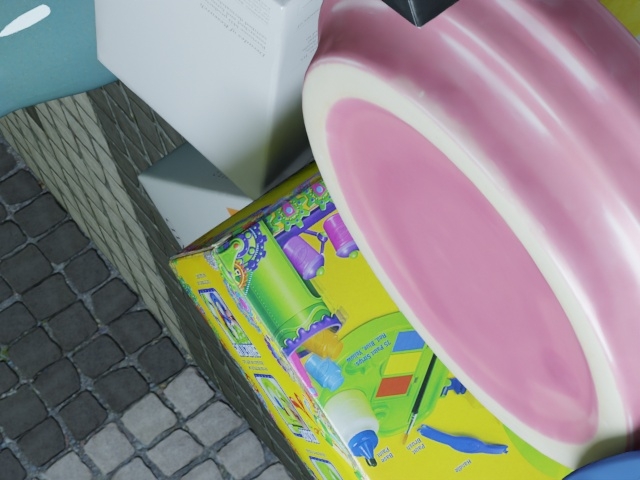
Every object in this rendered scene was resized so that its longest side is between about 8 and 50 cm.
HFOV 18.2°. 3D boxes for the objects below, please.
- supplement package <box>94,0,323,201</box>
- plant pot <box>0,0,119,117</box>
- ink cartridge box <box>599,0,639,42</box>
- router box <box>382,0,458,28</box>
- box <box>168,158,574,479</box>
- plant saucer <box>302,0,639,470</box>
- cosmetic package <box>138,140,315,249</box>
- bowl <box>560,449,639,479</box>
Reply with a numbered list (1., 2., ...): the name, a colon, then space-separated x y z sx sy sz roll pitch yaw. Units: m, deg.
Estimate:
1. supplement package: -0.036 -0.189 1.340 0.175 0.177 0.293 42 159 13
2. plant pot: -0.276 -0.257 1.995 0.271 0.255 0.271 50 166 18
3. ink cartridge box: 0.184 -0.081 1.042 0.384 0.160 0.279 52 166 11
4. router box: 0.077 -0.272 0.777 0.081 0.243 0.309 43 161 41
5. box: 0.102 0.044 1.344 0.279 0.290 0.177 57 166 -5
6. plant saucer: 0.097 -0.007 0.993 0.332 0.084 0.332 48 163 20
7. cosmetic package: 0.000 0.000 1.870 0.230 0.161 0.453 58 167 -14
8. bowl: 0.291 0.170 0.964 0.391 0.391 0.077 102 175 -72
